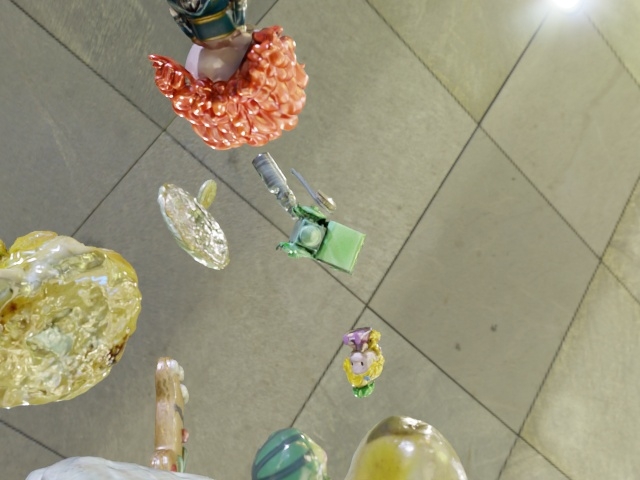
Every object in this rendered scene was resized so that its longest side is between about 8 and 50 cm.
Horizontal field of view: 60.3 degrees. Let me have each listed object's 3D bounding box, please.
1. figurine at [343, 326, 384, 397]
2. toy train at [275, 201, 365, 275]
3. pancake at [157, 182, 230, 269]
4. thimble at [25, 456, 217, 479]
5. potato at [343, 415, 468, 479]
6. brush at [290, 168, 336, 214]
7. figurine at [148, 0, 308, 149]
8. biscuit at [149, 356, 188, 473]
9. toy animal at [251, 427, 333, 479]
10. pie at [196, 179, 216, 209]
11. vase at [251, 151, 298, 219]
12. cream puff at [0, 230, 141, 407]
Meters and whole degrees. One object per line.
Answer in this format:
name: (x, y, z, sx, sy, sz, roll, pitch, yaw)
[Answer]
figurine: (0.112, 0.283, 1.299, 0.114, 0.094, 0.157, -9, 88, -45)
toy train: (0.000, 0.000, 1.357, 0.188, 0.243, 0.133, 23, 87, -9)
pancake: (-0.130, -0.014, 0.571, 0.017, 0.108, 0.108, -38, 107, 15)
thimble: (-0.196, 0.347, 0.480, 0.195, 0.291, 0.292, 25, 76, -30)
potato: (0.075, 0.260, 0.519, 0.157, 0.157, 0.194, 2, 101, -27)
brush: (-0.024, -0.124, 1.257, 0.062, 0.266, 0.027, 37, 98, -30)
figurine: (-0.164, -0.343, 0.876, 0.240, 0.306, 0.412, -21, 111, -6)
biscuit: (-0.223, 0.342, 0.830, 0.048, 0.197, 0.302, -3, 58, -6)
toy animal: (-0.036, 0.574, 1.183, 0.191, 0.216, 0.338, -25, 73, -19)
pie: (-0.255, -0.096, 1.221, 0.021, 0.084, 0.084, 23, 75, 6)
vase: (-0.120, -0.153, 1.591, 0.059, 0.060, 0.212, -31, 87, -25)
cream puff: (-0.504, 0.111, 0.973, 0.324, 0.257, 0.291, -31, 138, -39)
